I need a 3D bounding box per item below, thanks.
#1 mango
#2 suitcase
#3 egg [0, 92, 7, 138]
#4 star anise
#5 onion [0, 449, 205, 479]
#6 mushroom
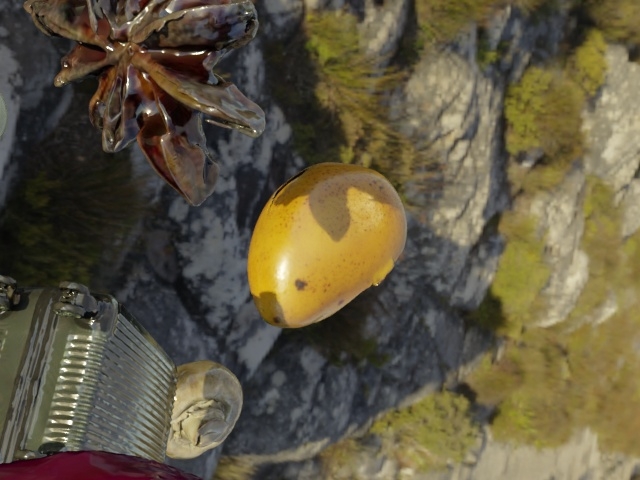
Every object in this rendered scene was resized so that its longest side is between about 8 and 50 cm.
[{"bbox_3d":[0.000,0.000,1.194,0.191,0.160,0.290,47,61,-11],"label":"mango"},{"bbox_3d":[-0.236,0.169,0.800,0.312,0.128,0.202,80,16,-66],"label":"suitcase"},{"bbox_3d":[-0.708,-0.251,1.706,0.114,0.114,0.152,7,105,-64],"label":"egg"},{"bbox_3d":[-0.148,-0.163,0.729,0.129,0.283,0.212,-7,121,-55],"label":"star anise"},{"bbox_3d":[-0.168,0.233,0.347,0.385,0.348,0.348,55,49,-43],"label":"onion"},{"bbox_3d":[-0.198,0.271,1.302,0.166,0.127,0.166,-22,137,-22],"label":"mushroom"}]
